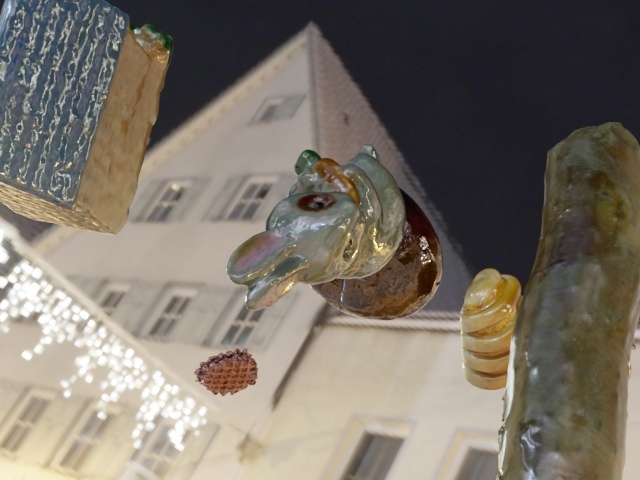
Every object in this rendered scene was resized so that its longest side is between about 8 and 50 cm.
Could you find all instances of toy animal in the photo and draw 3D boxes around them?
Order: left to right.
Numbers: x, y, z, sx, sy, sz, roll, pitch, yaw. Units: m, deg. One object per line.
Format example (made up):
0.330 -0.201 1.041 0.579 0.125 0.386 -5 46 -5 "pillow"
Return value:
0.009 -0.006 0.936 0.108 0.236 0.138 -28 -76 21 "toy animal"

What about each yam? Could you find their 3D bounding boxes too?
0.147 0.057 0.607 0.071 0.317 0.067 27 -38 -13 "yam"

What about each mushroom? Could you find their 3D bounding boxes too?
0.058 0.015 1.510 0.231 0.138 0.194 14 -53 37 "mushroom"

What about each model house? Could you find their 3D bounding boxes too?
-0.458 -0.224 1.494 0.382 0.334 0.342 10 -12 16 "model house"

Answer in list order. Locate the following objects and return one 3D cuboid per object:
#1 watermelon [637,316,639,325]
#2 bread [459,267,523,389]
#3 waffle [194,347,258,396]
0.315 0.034 1.134 0.133 0.105 0.105 18 -26 -9 "watermelon"
0.241 0.124 1.457 0.084 0.119 0.177 11 -48 29 "bread"
-0.123 0.174 1.397 0.083 0.029 0.075 -27 -45 9 "waffle"
